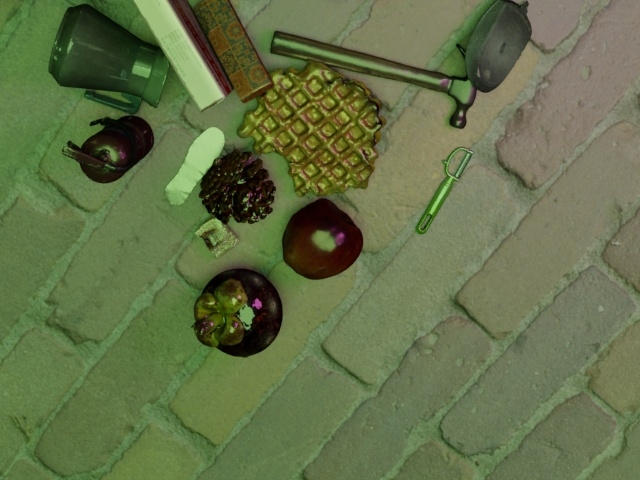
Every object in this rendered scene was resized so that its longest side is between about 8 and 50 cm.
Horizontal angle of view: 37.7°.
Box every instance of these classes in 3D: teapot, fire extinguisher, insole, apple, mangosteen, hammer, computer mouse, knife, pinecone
[{"bbox_3d":[-0.421,-0.353,1.893,0.225,0.171,0.203,19,136,-12],"label":"teapot"},{"bbox_3d":[-0.413,-0.185,1.833,0.141,0.341,0.105,21,104,-4],"label":"fire extinguisher"},{"bbox_3d":[-0.269,-0.157,2.016,0.065,0.004,0.197,33,102,-9],"label":"insole"},{"bbox_3d":[-0.001,0.006,1.993,0.156,0.147,0.158,35,104,-31],"label":"apple"},{"bbox_3d":[-0.186,0.161,1.994,0.192,0.217,0.192,8,107,26],"label":"mangosteen"},{"bbox_3d":[0.112,-0.358,1.944,0.440,0.044,0.168,12,106,-4],"label":"hammer"},{"bbox_3d":[0.353,-0.399,1.907,0.113,0.068,0.229,42,70,-30],"label":"computer mouse"},{"bbox_3d":[0.258,-0.109,2.027,0.054,0.015,0.212,26,103,-7],"label":"knife"},{"bbox_3d":[-0.170,-0.106,1.961,0.173,0.173,0.173,0,105,0],"label":"pinecone"}]

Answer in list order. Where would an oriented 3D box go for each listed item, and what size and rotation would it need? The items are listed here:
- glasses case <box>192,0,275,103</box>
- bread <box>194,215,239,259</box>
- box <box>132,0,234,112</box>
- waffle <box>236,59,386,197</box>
[{"bbox_3d":[-0.176,-0.392,1.898,0.075,0.049,0.218,-28,86,6],"label":"glasses case"},{"bbox_3d":[-0.224,-0.008,2.041,0.070,0.035,0.083,-34,100,7],"label":"bread"},{"bbox_3d":[-0.288,-0.430,1.835,0.069,0.214,0.353,-30,103,9],"label":"box"},{"bbox_3d":[-0.012,-0.225,1.962,0.301,0.058,0.281,25,112,-2],"label":"waffle"}]
